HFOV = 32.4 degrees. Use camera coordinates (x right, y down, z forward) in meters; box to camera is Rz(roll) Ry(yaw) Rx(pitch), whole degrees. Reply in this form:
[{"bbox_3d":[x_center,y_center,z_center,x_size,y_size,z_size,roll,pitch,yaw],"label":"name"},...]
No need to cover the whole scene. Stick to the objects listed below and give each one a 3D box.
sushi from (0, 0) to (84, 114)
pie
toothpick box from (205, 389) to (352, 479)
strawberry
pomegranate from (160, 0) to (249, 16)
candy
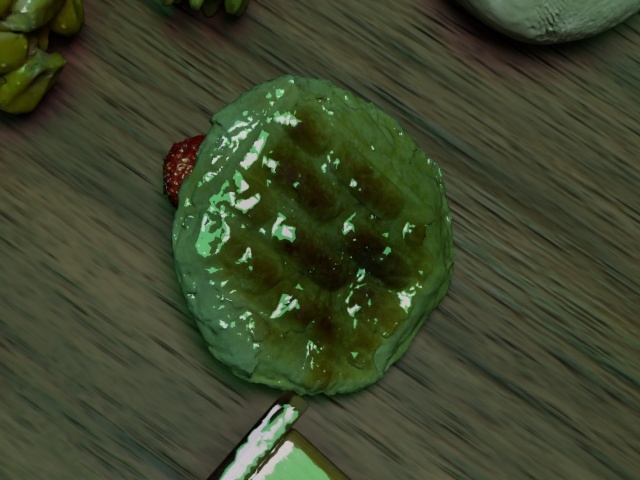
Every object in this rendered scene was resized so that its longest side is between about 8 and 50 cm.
[{"bbox_3d":[-0.365,-0.285,0.994,0.285,0.329,0.328,22,69,6],"label":"sushi"},{"bbox_3d":[0.000,0.000,1.039,0.306,0.071,0.306,0,91,-18],"label":"pie"},{"bbox_3d":[0.016,0.305,0.939,0.308,0.190,0.187,42,73,3],"label":"toothpick box"},{"bbox_3d":[-0.110,-0.061,1.079,0.096,0.083,0.083,-8,75,-19],"label":"strawberry"},{"bbox_3d":[-0.095,-0.409,1.122,0.310,0.216,0.358,8,104,-4],"label":"pomegranate"},{"bbox_3d":[0.243,-0.341,1.138,0.295,0.185,0.295,0,72,0],"label":"candy"}]
